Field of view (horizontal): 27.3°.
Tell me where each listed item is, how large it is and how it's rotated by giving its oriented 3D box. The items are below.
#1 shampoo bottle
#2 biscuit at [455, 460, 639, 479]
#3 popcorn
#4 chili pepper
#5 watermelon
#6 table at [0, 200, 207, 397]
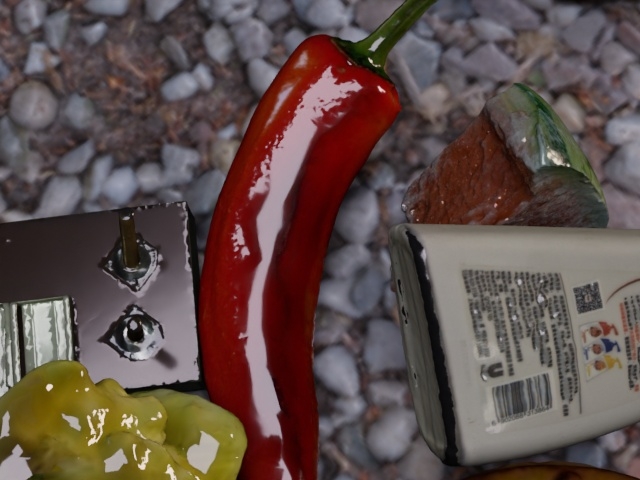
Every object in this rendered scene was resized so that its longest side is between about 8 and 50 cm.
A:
[{"bbox_3d":[0.188,0.040,0.816,0.284,0.071,0.153,-12,100,-17],"label":"shampoo bottle"},{"bbox_3d":[0.137,0.290,0.749,0.331,0.103,0.332,-1,75,2],"label":"biscuit"},{"bbox_3d":[-0.140,0.197,0.722,0.292,0.237,0.293,-2,73,7],"label":"popcorn"},{"bbox_3d":[-0.007,0.004,0.841,0.137,0.092,0.369,10,82,24],"label":"chili pepper"},{"bbox_3d":[0.121,-0.032,0.875,0.158,0.121,0.098,-50,53,34],"label":"watermelon"},{"bbox_3d":[-0.200,0.042,0.834,0.240,0.111,0.122,-7,75,1],"label":"table"}]
